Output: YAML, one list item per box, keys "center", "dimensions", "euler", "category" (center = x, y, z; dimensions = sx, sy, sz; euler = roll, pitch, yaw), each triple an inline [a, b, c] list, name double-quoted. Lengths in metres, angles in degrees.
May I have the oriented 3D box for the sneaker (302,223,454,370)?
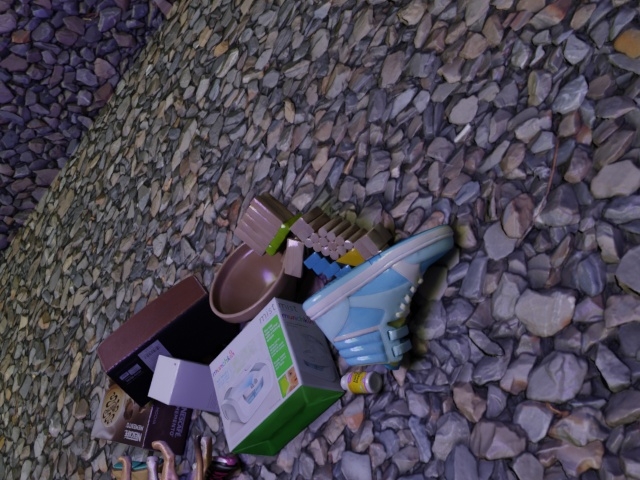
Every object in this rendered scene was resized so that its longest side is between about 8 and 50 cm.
- center: [0.149, 0.121, 1.452]
  dimensions: [0.319, 0.127, 0.208]
  euler: [-32, 88, 3]
  category: "sneaker"

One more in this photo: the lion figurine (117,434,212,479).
- center: [-0.365, 0.595, 1.743]
  dimensions: [0.392, 0.142, 0.240]
  euler: [-37, 51, 45]
  category: "lion figurine"

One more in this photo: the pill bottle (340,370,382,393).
- center: [0.079, 0.280, 1.507]
  dimensions: [0.083, 0.043, 0.043]
  euler: [-13, 64, 47]
  category: "pill bottle"

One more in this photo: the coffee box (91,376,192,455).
- center: [-0.472, 0.461, 2.026]
  dimensions: [0.297, 0.119, 0.168]
  euler: [-6, 66, 49]
  category: "coffee box"

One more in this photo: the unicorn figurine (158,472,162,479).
- center: [-0.430, 0.637, 1.918]
  dimensions: [0.162, 0.060, 0.111]
  euler: [-41, 77, 10]
  category: "unicorn figurine"

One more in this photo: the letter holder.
- center: [-0.399, 0.225, 1.924]
  dimensions: [0.302, 0.152, 0.214]
  euler: [-38, 37, -7]
  category: "letter holder"

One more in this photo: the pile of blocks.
- center: [0.000, 0.000, 1.633]
  dimensions: [0.362, 0.113, 0.148]
  euler: [19, 117, 19]
  category: "pile of blocks"

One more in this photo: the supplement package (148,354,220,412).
- center: [-0.297, 0.343, 1.822]
  dimensions: [0.105, 0.179, 0.105]
  euler: [3, 76, 51]
  category: "supplement package"

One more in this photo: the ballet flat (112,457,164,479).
- center: [-0.466, 0.613, 2.007]
  dimensions: [0.232, 0.080, 0.073]
  euler: [-19, 88, 48]
  category: "ballet flat"

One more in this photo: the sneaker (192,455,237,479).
- center: [-0.243, 0.542, 1.764]
  dimensions: [0.170, 0.063, 0.074]
  euler: [-32, 51, 45]
  category: "sneaker"

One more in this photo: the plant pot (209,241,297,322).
- center: [-0.134, 0.103, 1.767]
  dimensions: [0.237, 0.110, 0.237]
  euler: [-28, 37, 24]
  category: "plant pot"

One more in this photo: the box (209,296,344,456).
- center: [-0.099, 0.296, 1.653]
  dimensions: [0.262, 0.127, 0.231]
  euler: [-46, 45, 28]
  category: "box"
